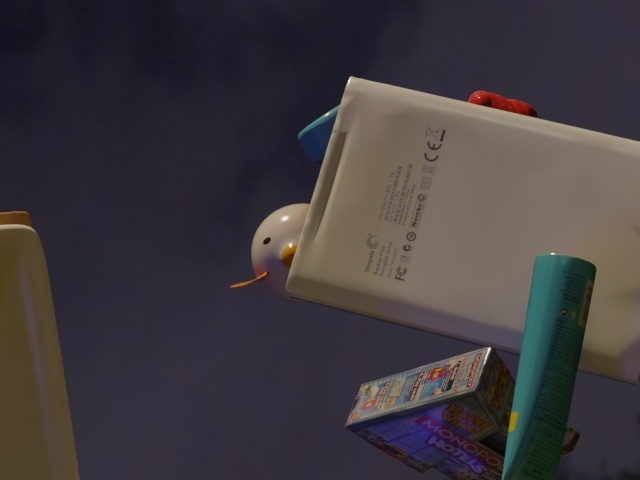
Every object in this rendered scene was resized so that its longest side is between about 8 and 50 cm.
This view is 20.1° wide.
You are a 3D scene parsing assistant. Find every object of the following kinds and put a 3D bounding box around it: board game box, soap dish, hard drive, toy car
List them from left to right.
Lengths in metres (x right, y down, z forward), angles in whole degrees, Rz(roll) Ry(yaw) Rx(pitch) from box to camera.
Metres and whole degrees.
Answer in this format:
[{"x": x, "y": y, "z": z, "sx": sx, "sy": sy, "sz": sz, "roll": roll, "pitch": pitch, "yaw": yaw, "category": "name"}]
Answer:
[{"x": -0.297, "y": 0.133, "z": 1.308, "sx": 0.229, "sy": 0.118, "sz": 0.291, "roll": -8, "pitch": -91, "yaw": -46, "category": "soap dish"}, {"x": 0.000, "y": 0.000, "z": 2.008, "sx": 0.238, "sy": 0.219, "sz": 0.210, "roll": -34, "pitch": 0, "yaw": 8, "category": "toy car"}, {"x": 0.156, "y": 0.187, "z": 1.842, "sx": 0.194, "sy": 0.194, "sz": 0.060, "roll": -41, "pitch": 21, "yaw": 54, "category": "board game box"}, {"x": 0.151, "y": -0.012, "z": 1.607, "sx": 0.040, "sy": 0.319, "sz": 0.210, "roll": 63, "pitch": -138, "yaw": -72, "category": "hard drive"}]

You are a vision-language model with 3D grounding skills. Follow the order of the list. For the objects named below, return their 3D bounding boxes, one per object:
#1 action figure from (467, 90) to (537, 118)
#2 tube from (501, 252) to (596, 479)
[{"x": 0.194, "y": -0.053, "z": 1.808, "sx": 0.091, "sy": 0.280, "sz": 0.139, "roll": 14, "pitch": -64, "yaw": -27, "category": "action figure"}, {"x": 0.188, "y": 0.116, "z": 1.493, "sx": 0.080, "sy": 0.052, "sz": 0.207, "roll": 27, "pitch": -112, "yaw": -43, "category": "tube"}]
